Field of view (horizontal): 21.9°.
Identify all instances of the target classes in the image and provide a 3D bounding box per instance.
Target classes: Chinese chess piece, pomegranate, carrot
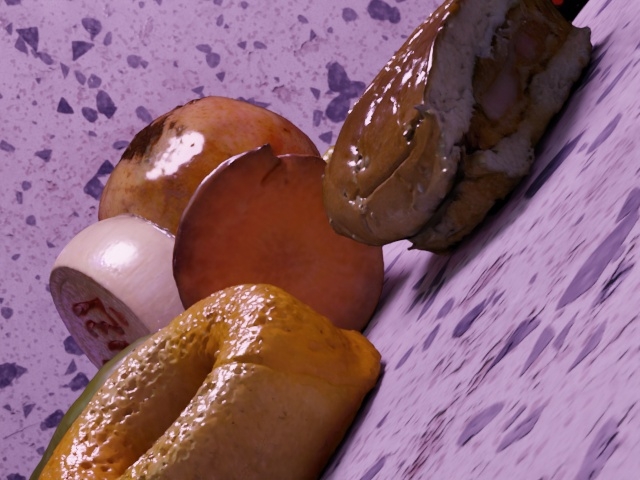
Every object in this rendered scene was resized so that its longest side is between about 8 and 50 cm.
[{"bbox_3d":[-0.201,0.095,1.968,0.112,0.270,0.270,-42,0,-25],"label":"Chinese chess piece"},{"bbox_3d":[-0.139,-0.032,2.192,0.322,0.322,0.322,-51,4,6],"label":"pomegranate"},{"bbox_3d":[-0.043,0.017,1.546,0.196,0.196,0.254,-52,2,-3],"label":"carrot"}]

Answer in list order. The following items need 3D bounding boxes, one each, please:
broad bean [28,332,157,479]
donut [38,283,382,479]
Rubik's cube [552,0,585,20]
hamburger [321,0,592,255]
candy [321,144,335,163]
[{"bbox_3d":[-0.166,0.191,1.526,0.238,0.119,0.291,-30,-21,-41],"label":"broad bean"},{"bbox_3d":[-0.096,0.150,1.222,0.303,0.110,0.303,-39,17,14],"label":"donut"},{"bbox_3d":[0.206,-0.354,1.709,0.250,0.234,0.284,-49,5,29],"label":"Rubik's cube"},{"bbox_3d":[0.101,-0.095,1.356,0.211,0.132,0.309,-45,9,40],"label":"hamburger"},{"bbox_3d":[0.000,0.000,1.802,0.199,0.106,0.094,-55,-14,4],"label":"candy"}]
